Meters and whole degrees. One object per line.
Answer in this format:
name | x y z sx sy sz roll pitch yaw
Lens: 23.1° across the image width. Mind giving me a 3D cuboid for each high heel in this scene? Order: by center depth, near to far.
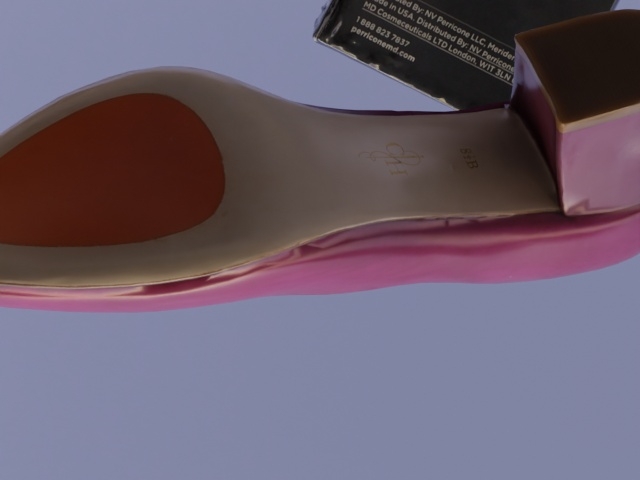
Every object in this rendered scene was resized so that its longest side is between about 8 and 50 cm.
high heel | 0.000 0.000 0.776 0.377 0.181 0.127 -9 -122 -3

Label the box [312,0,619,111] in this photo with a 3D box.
box | 0.137 -0.245 1.143 0.183 0.296 0.294 26 -80 -4
